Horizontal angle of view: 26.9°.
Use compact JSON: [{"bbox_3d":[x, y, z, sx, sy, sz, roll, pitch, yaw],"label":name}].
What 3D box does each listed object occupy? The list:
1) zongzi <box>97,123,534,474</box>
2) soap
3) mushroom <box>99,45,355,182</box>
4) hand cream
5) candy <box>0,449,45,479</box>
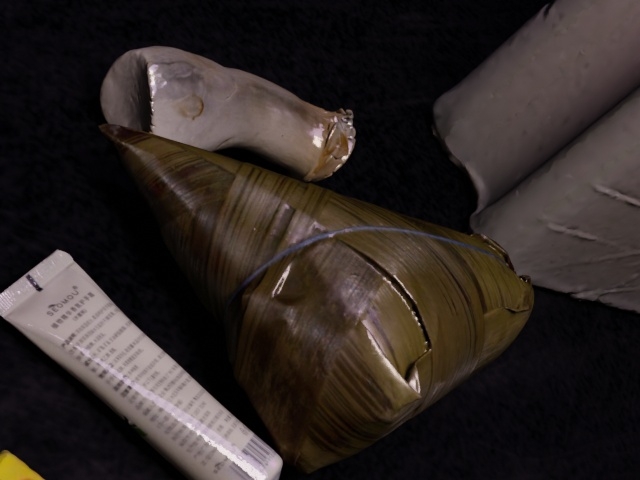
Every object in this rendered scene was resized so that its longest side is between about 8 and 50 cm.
[{"bbox_3d":[0.000,0.000,1.013,0.300,0.138,0.286,47,32,13],"label":"zongzi"},{"bbox_3d":[0.371,-0.132,1.247,0.350,0.435,0.212,16,48,-40],"label":"soap"},{"bbox_3d":[-0.068,-0.097,1.062,0.223,0.081,0.092,10,33,-43],"label":"mushroom"},{"bbox_3d":[-0.108,0.102,0.879,0.234,0.050,0.080,43,38,0],"label":"hand cream"},{"bbox_3d":[-0.179,0.248,0.639,0.146,0.088,0.276,41,37,-13],"label":"candy"}]
